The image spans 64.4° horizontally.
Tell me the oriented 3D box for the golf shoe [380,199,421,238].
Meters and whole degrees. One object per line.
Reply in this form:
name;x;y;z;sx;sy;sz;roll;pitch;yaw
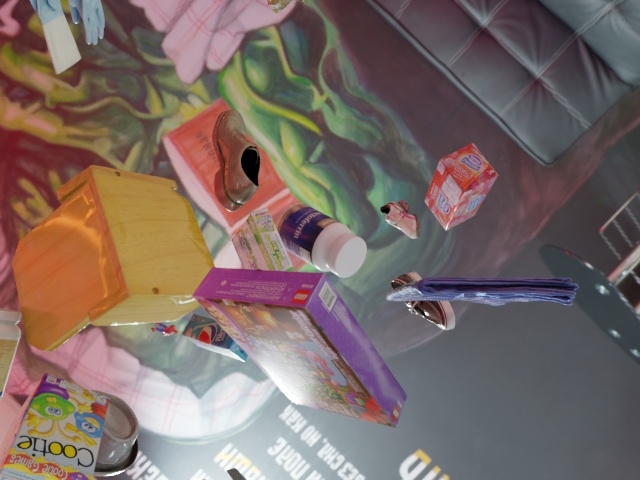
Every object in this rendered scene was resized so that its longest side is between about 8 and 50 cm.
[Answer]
golf shoe;0.236;-0.056;1.496;0.186;0.085;0.068;-114;17;-58

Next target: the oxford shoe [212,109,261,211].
oxford shoe;-0.218;-0.246;1.425;0.123;0.130;0.349;28;-137;-47

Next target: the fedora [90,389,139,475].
fedora;-0.615;0.514;1.418;0.275;0.124;0.243;39;-166;20

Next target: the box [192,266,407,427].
box;-0.022;0.155;0.724;0.200;0.057;0.293;0;137;38

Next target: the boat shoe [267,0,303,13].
boat shoe;-0.057;-0.629;1.259;0.068;0.190;0.072;37;161;44

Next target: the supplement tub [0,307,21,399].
supplement tub;-0.735;0.241;1.086;0.144;0.200;0.144;10;168;2

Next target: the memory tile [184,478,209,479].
memory tile;-0.298;0.571;1.115;0.012;0.147;0.113;-74;-23;-71

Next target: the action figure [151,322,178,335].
action figure;-0.466;0.269;1.536;0.115;0.038;0.030;0;130;42

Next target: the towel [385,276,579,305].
towel;0.257;0.098;0.893;0.243;0.040;0.336;1;170;-1

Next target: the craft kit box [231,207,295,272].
craft kit box;-0.150;0.067;1.381;0.250;0.060;0.246;66;157;6

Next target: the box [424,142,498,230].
box;0.417;-0.155;1.534;0.128;0.122;0.257;59;169;22

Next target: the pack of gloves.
pack of gloves;-0.510;-0.477;0.991;0.046;0.195;0.232;10;134;11

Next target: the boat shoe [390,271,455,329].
boat shoe;0.236;0.147;1.198;0.219;0.070;0.078;-132;34;-61

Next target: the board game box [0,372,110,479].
board game box;-0.498;0.393;0.915;0.142;0.144;0.275;32;-173;-23

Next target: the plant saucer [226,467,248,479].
plant saucer;-0.099;0.413;0.805;0.067;0.018;0.192;52;157;-13

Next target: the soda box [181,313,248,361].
soda box;-0.268;0.252;1.331;0.210;0.067;0.071;3;147;42

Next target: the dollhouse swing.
dollhouse swing;-0.483;0.063;1.192;0.315;0.305;0.347;6;-132;-51

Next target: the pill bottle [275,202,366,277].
pill bottle;0.000;0.000;1.507;0.264;0.153;0.153;29;173;40
